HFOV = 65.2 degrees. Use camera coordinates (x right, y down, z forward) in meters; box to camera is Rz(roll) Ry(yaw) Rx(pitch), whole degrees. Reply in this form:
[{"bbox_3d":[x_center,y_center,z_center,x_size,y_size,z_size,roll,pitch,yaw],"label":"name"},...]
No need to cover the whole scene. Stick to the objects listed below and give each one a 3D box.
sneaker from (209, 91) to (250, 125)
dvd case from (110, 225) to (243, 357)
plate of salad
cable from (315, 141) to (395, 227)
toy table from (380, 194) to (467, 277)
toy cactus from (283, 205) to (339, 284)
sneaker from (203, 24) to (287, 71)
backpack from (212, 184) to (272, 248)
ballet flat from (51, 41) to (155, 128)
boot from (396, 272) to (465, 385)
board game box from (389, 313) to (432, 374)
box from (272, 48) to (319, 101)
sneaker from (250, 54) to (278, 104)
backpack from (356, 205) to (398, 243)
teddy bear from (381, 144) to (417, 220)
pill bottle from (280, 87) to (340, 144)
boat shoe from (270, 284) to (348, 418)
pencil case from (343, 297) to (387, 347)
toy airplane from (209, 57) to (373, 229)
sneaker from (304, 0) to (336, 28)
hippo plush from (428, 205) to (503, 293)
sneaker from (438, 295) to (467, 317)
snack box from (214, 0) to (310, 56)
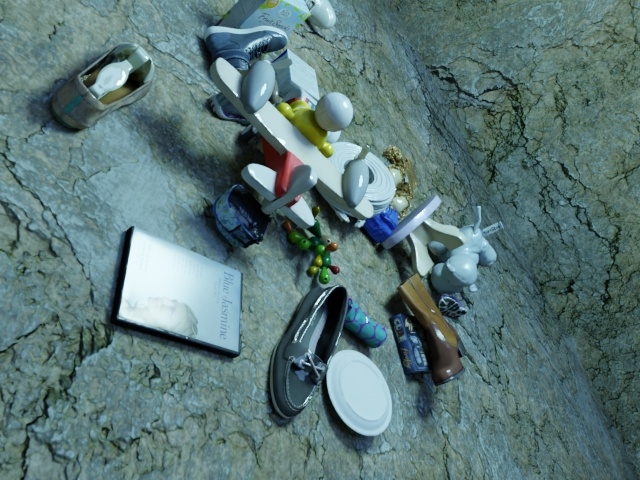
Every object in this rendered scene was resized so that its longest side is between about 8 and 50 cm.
[{"bbox_3d":[-0.171,-0.346,1.272,0.223,0.098,0.083,-14,77,-57],"label":"sneaker"},{"bbox_3d":[-0.243,0.098,0.903,0.253,0.022,0.181,29,44,-40],"label":"dvd case"},{"bbox_3d":[0.085,0.348,1.146,0.199,0.048,0.200,28,40,-27],"label":"plate of salad"},{"bbox_3d":[0.096,-0.180,1.464,0.257,0.089,0.257,46,43,11],"label":"cable"},{"bbox_3d":[0.332,-0.011,1.611,0.274,0.252,0.161,-41,92,-22],"label":"toy table"},{"bbox_3d":[0.000,0.000,1.261,0.219,0.112,0.180,61,21,16],"label":"toy cactus"},{"bbox_3d":[-0.180,-0.479,1.316,0.226,0.086,0.164,-10,67,-20],"label":"sneaker"},{"bbox_3d":[-0.173,-0.049,1.054,0.114,0.084,0.105,51,30,-24],"label":"backpack"},{"bbox_3d":[-0.378,-0.313,0.952,0.107,0.106,0.316,44,36,-25],"label":"ballet flat"},{"bbox_3d":[0.308,0.241,1.414,0.281,0.096,0.264,59,33,-1],"label":"boot"},{"bbox_3d":[0.305,0.309,1.487,0.243,0.042,0.165,15,55,-49],"label":"board game box"},{"bbox_3d":[-0.077,-0.492,1.541,0.126,0.072,0.137,24,48,-43],"label":"box"},{"bbox_3d":[-0.180,-0.459,1.398,0.071,0.066,0.189,-8,66,-39],"label":"sneaker"},{"bbox_3d":[0.175,-0.073,1.547,0.120,0.101,0.098,43,30,-18],"label":"backpack"},{"bbox_3d":[0.252,-0.189,1.703,0.338,0.113,0.245,-73,142,-55],"label":"teddy bear"},{"bbox_3d":[-0.028,-0.351,1.469,0.180,0.108,0.108,33,42,-37],"label":"pill bottle"},{"bbox_3d":[-0.016,0.213,1.061,0.112,0.095,0.335,48,34,-20],"label":"boat shoe"},{"bbox_3d":[0.102,0.206,1.260,0.151,0.064,0.070,44,61,-26],"label":"pencil case"},{"bbox_3d":[-0.040,-0.217,1.115,0.384,0.272,0.386,55,17,15],"label":"toy airplane"},{"bbox_3d":[-0.078,-0.889,1.826,0.292,0.108,0.169,49,34,-1],"label":"sneaker"},{"bbox_3d":[0.512,0.085,1.753,0.234,0.294,0.237,33,51,-18],"label":"hippo plush"},{"bbox_3d":[0.451,0.223,1.756,0.170,0.068,0.071,32,26,-50],"label":"sneaker"},{"bbox_3d":[-0.160,-0.612,1.391,0.174,0.207,0.070,-7,70,-55],"label":"snack box"}]
